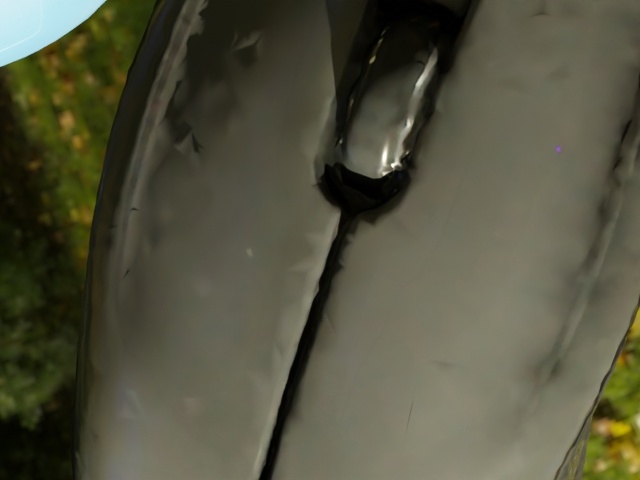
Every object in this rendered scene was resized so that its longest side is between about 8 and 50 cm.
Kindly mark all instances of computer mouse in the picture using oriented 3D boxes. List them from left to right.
[{"bbox_3d":[0.000,0.000,0.364,0.188,0.072,0.272,16,117,14],"label":"computer mouse"}]

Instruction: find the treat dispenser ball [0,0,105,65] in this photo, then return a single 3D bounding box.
[{"bbox_3d":[-0.223,-0.233,0.950,0.288,0.288,0.288,54,156,38],"label":"treat dispenser ball"}]
